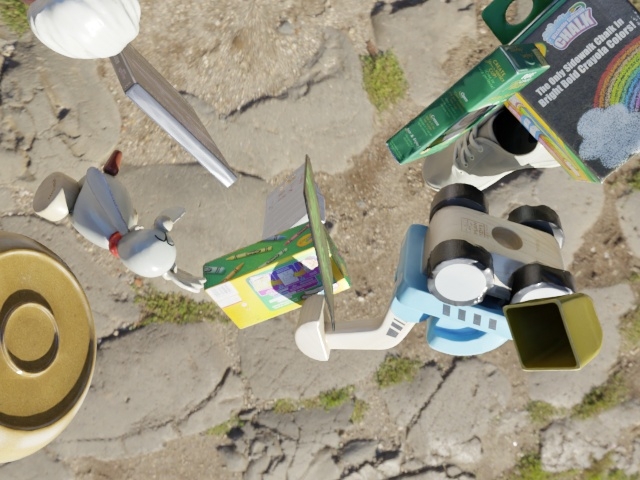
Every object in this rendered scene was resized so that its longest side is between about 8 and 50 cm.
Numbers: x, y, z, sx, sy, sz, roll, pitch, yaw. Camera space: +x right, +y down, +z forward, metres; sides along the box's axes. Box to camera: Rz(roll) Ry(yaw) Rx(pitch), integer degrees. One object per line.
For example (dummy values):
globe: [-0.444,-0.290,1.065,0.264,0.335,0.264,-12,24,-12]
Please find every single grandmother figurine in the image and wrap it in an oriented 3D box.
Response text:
grandmother figurine: [-0.235,-0.302,0.528,0.104,0.342,0.208,10,143,-44]

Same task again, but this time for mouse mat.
mouse mat: [0.000,0.000,0.711,0.007,0.152,0.189,-10,117,5]

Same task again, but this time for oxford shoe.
oxford shoe: [0.328,-0.193,1.114,0.130,0.449,0.169,8,84,-24]

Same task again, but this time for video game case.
video game case: [-0.229,-0.205,0.831,0.026,0.274,0.196,-41,133,5]

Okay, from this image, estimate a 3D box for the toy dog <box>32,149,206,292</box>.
toy dog: [-0.319,-0.058,0.932,0.334,0.220,0.161,24,86,23]

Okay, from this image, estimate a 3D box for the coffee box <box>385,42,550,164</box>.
coffee box: [0.178,-0.166,0.693,0.184,0.113,0.040,-37,81,43]

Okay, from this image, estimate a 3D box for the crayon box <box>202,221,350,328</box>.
crayon box: [-0.093,0.077,1.234,0.279,0.081,0.165,-22,136,8]

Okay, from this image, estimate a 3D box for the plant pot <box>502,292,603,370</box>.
plant pot: [0.284,0.102,0.671,0.083,0.081,0.081,-14,85,-33]

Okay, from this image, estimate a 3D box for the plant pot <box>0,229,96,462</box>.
plant pot: [-0.307,0.102,0.584,0.032,0.236,0.236,-12,115,16]

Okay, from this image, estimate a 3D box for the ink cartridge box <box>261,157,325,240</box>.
ink cartridge box: [-0.071,-0.082,1.467,0.066,0.232,0.189,38,122,-24]

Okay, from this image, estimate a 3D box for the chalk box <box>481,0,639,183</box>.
chalk box: [0.358,-0.246,0.814,0.180,0.179,0.289,-41,86,15]

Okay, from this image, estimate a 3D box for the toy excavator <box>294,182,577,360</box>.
toy excavator: [0.195,0.121,1.084,0.433,0.222,0.445,17,130,-1]
